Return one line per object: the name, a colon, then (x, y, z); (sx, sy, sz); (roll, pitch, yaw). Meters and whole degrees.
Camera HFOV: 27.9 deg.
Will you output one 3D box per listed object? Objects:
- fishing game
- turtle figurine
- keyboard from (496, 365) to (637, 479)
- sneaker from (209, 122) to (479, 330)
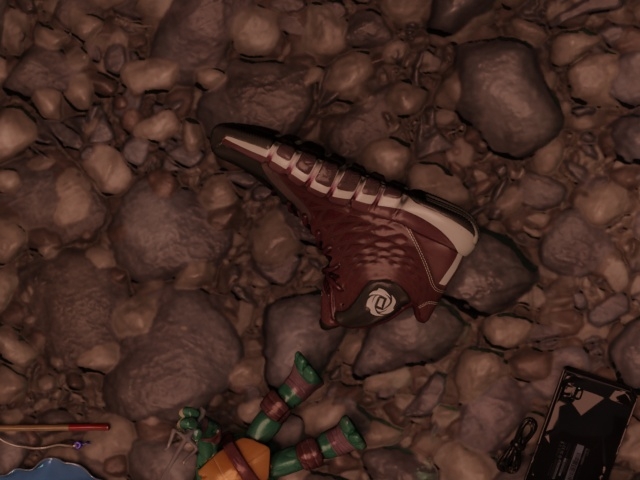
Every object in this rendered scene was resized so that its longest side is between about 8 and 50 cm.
fishing game: (-0.292, 0.323, 1.370); (0.189, 0.041, 0.264); (0, 94, 8)
turtle figurine: (-0.079, 0.226, 1.285); (0.234, 0.118, 0.175); (-37, 98, -3)
keyboard: (0.234, 0.214, 1.275); (0.108, 0.023, 0.180); (18, 97, 2)
sneaker: (0.000, 0.000, 1.260); (0.281, 0.106, 0.162); (24, 101, 7)
